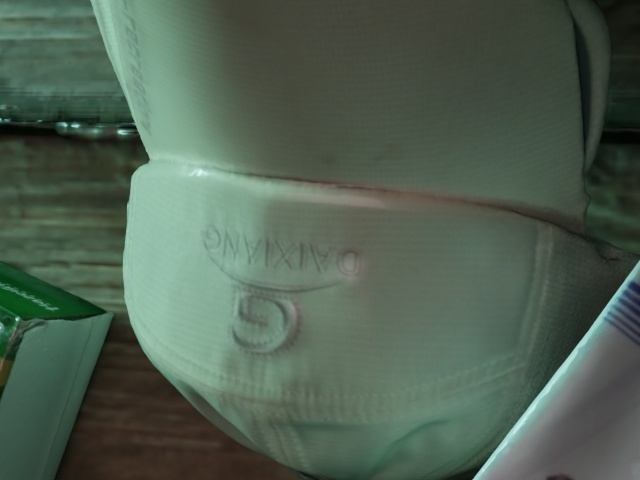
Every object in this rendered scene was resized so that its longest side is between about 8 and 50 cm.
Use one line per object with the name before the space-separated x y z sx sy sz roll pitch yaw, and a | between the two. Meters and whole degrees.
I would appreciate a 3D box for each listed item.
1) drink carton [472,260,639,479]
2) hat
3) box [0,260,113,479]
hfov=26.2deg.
drink carton | 0.149 0.052 0.429 0.130 0.106 0.315 37 88 19
hat | 0.000 0.000 0.473 0.219 0.226 0.164 8 75 22
box | -0.208 0.057 0.606 0.199 0.081 0.135 22 96 21
